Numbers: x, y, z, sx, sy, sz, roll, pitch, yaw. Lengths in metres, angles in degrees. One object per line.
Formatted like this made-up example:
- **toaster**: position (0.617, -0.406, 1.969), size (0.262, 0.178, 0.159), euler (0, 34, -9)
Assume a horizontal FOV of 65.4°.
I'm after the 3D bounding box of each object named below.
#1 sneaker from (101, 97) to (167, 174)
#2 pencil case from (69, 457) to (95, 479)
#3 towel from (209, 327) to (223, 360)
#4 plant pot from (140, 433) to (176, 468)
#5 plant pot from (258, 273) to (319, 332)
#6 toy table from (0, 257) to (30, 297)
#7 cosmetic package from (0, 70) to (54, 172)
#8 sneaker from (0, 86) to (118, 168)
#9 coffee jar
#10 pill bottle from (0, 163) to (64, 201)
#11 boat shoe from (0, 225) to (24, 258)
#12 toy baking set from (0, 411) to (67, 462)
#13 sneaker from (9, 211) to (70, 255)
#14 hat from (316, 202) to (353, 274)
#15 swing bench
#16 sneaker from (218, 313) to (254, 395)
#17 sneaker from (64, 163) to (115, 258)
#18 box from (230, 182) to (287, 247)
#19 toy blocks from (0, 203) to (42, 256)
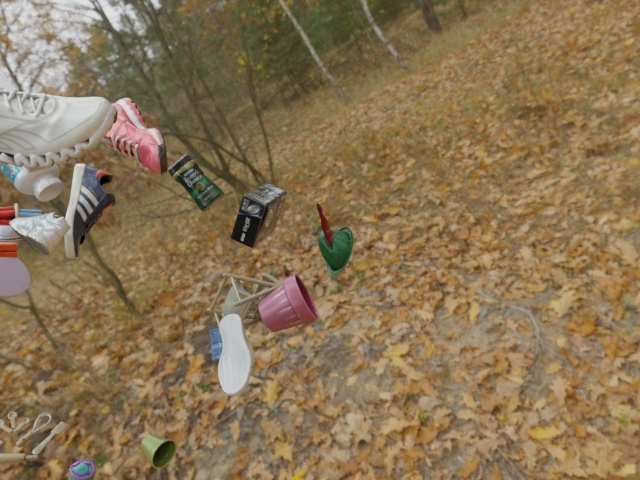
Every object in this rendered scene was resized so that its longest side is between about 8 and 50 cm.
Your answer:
- **sneaker**: position (-0.530, -0.271, 1.372), size (0.136, 0.116, 0.314), euler (-24, 56, -33)
- **pencil case**: position (-0.676, 0.687, 1.404), size (0.070, 0.152, 0.064), euler (34, 29, 28)
- **towel**: position (-0.379, 0.382, 1.842), size (0.067, 0.120, 0.029), euler (-21, -24, 34)
- **plant pot**: position (-0.468, 0.592, 1.422), size (0.079, 0.083, 0.083), euler (15, 43, 35)
- **plant pot**: position (-0.129, 0.254, 1.901), size (0.180, 0.201, 0.201), euler (-28, 20, 3)
- **toy table**: position (-1.172, 0.114, 1.715), size (0.160, 0.274, 0.252), euler (-22, 35, 30)
- **cosmetic package**: position (-0.683, -0.267, 1.112), size (0.060, 0.239, 0.099), euler (-26, -28, -39)
- **sneaker**: position (-0.441, -0.169, 0.704), size (0.291, 0.118, 0.110), euler (-10, 45, -1)
- **coffee jar**: position (-0.406, -0.189, 1.622), size (0.096, 0.184, 0.079), euler (-42, 1, -3)
- **pill bottle**: position (-0.975, -0.253, 1.650), size (0.146, 0.264, 0.146), euler (-44, -5, -5)
- **boat shoe**: position (-0.908, -0.023, 1.430), size (0.109, 0.094, 0.302), euler (0, 12, -34)
- **toy baking set**: position (-1.038, 0.684, 1.740), size (0.197, 0.256, 0.030), euler (-103, 30, -51)
- **sneaker**: position (-0.457, -0.018, 0.817), size (0.152, 0.054, 0.061), euler (14, 53, 40)
- **hat**: position (0.000, 0.000, 1.763), size (0.173, 0.183, 0.209), euler (1, 74, 62)
- **swing bench**: position (-0.301, 0.269, 2.072), size (0.254, 0.165, 0.253), euler (1, -43, -34)
- **sneaker**: position (-0.253, 0.394, 1.583), size (0.108, 0.169, 0.293), euler (-14, 41, 1)
- **sneaker**: position (-0.789, -0.101, 1.717), size (0.148, 0.350, 0.131), euler (9, -24, -25)
- **box**: position (-0.185, -0.080, 1.520), size (0.077, 0.148, 0.180), euler (24, 23, 8)
- **toy blocks**: position (-0.661, -0.016, 1.034), size (0.148, 0.123, 0.054), euler (-3, -6, -31)
